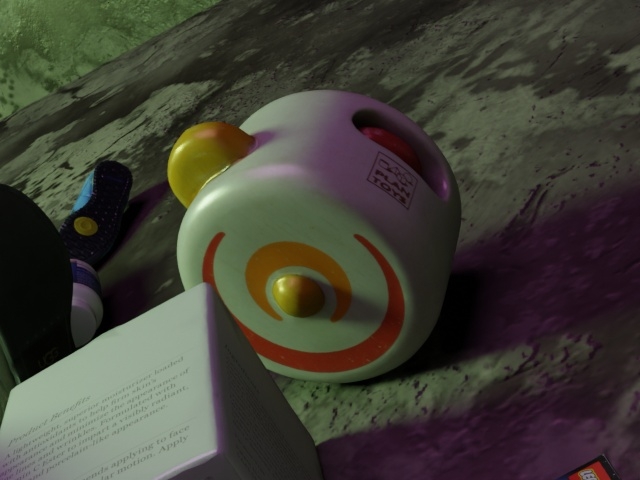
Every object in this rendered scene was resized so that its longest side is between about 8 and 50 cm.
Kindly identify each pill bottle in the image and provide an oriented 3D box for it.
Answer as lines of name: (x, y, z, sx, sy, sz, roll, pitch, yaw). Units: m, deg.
pill bottle: (-0.271, 0.070, 1.007, 0.067, 0.067, 0.120, -32, 24, -3)

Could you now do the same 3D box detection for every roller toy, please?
roller toy: (0.000, 0.000, 0.672, 0.191, 0.209, 0.146, 1, 36, 17)

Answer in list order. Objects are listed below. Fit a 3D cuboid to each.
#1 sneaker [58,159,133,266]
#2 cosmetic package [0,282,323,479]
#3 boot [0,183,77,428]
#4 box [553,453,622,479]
sneaker: (-0.307, -0.017, 1.239, 0.082, 0.069, 0.209, -54, 17, 39)
cosmetic package: (-0.089, 0.152, 0.539, 0.151, 0.151, 0.183, -28, 25, 5)
boot: (-0.314, 0.086, 0.818, 0.229, 0.263, 0.091, -5, 17, 33)
box: (0.119, 0.167, 0.420, 0.094, 0.027, 0.137, -30, 24, 6)
